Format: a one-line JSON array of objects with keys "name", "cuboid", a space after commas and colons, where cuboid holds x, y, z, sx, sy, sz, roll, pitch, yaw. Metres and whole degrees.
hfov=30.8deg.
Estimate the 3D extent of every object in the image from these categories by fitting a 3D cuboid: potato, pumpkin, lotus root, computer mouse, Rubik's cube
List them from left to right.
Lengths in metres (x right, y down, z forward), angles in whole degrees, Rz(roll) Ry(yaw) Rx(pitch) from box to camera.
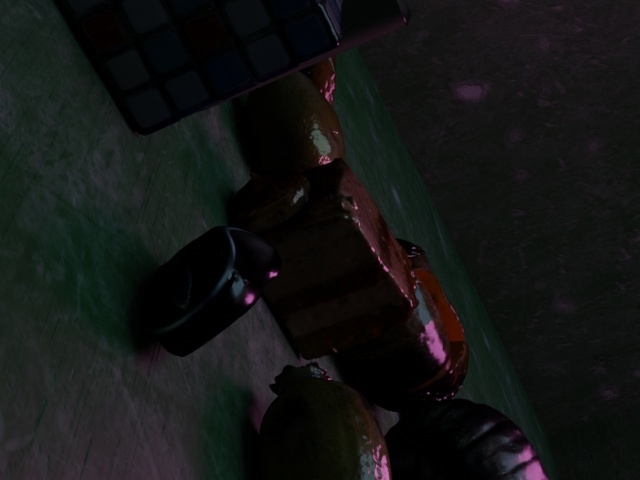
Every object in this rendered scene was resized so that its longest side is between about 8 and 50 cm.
[{"name": "Rubik's cube", "cuboid": [-0.154, -0.351, 1.461, 0.292, 0.286, 0.293, -91, 155, -61]}, {"name": "computer mouse", "cuboid": [-0.122, 0.045, 1.263, 0.096, 0.137, 0.233, 48, 9, -3]}, {"name": "potato", "cuboid": [-0.044, -0.186, 1.938, 0.174, 0.159, 0.251, 94, -28, -62]}, {"name": "lotus root", "cuboid": [-0.002, 0.240, 1.378, 0.154, 0.154, 0.278, 55, 14, -43]}, {"name": "pumpkin", "cuboid": [0.133, 0.147, 2.003, 0.320, 0.192, 0.320, 58, 17, -29]}, {"name": "pumpkin", "cuboid": [0.186, 0.383, 1.691, 0.296, 0.295, 0.296, 61, 14, -27]}]

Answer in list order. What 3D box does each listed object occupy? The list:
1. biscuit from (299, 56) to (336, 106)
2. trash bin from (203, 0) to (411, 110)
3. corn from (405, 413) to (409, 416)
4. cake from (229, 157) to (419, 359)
[{"name": "biscuit", "cuboid": [-0.018, -0.313, 2.133, 0.296, 0.075, 0.296, -176, -90, -76]}, {"name": "trash bin", "cuboid": [-0.064, -0.355, 1.714, 0.223, 0.343, 0.158, 63, 15, -13]}, {"name": "corn", "cuboid": [0.205, 0.306, 2.233, 0.106, 0.106, 0.293, 58, 16, -36]}, {"name": "cake", "cuboid": [0.000, 0.000, 1.716, 0.293, 0.198, 0.196, 60, 17, -25]}]
